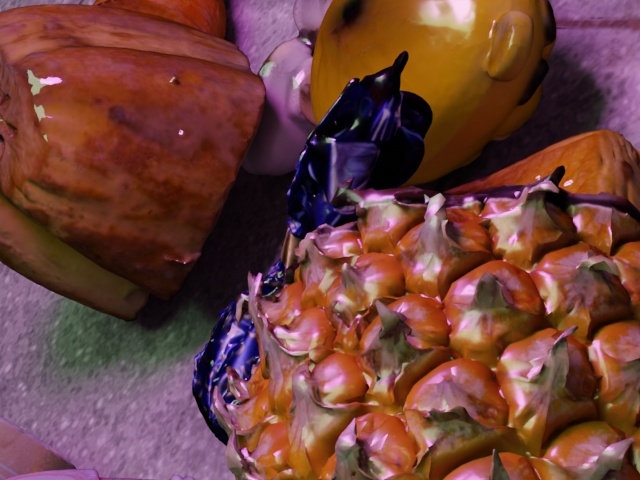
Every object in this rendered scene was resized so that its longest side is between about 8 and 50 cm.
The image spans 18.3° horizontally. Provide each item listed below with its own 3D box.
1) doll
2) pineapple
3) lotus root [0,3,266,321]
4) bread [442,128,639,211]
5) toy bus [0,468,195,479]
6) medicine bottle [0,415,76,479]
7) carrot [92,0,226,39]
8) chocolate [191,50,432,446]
[{"bbox_3d":[0.050,-0.132,1.693,0.348,0.161,0.423,-62,25,25],"label":"doll"},{"bbox_3d":[0.102,0.156,1.158,0.352,0.352,0.300,-22,51,39],"label":"pineapple"},{"bbox_3d":[-0.209,-0.065,1.817,0.316,0.250,0.316,-45,37,48],"label":"lotus root"},{"bbox_3d":[0.144,0.042,1.436,0.210,0.099,0.235,-25,34,33],"label":"bread"},{"bbox_3d":[-0.151,0.263,1.414,0.232,0.294,0.197,-108,21,-64],"label":"toy bus"},{"bbox_3d":[-0.362,0.303,1.753,0.151,0.151,0.322,10,66,55],"label":"medicine bottle"},{"bbox_3d":[-0.160,-0.234,2.092,0.159,0.159,0.225,-32,23,29],"label":"carrot"},{"bbox_3d":[0.003,-0.002,1.498,0.126,0.148,0.343,42,127,34],"label":"chocolate"}]
